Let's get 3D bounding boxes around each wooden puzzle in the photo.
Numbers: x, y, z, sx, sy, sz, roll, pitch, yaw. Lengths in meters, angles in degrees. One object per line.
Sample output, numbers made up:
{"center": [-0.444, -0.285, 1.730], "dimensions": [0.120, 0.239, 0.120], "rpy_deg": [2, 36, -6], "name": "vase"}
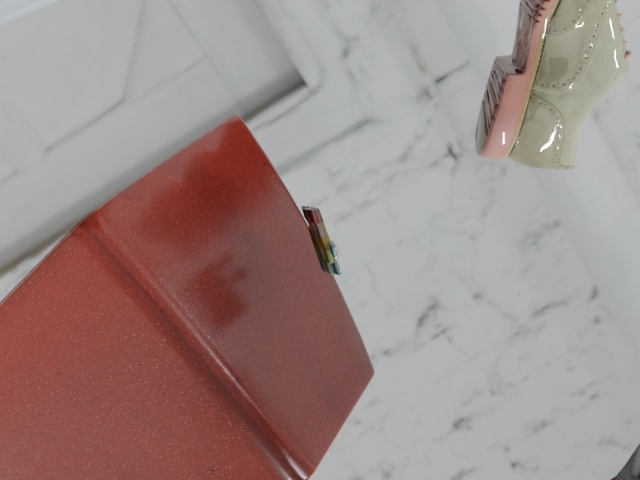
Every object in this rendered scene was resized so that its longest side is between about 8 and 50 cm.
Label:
{"center": [0.000, 0.000, 0.865], "dimensions": [0.006, 0.049, 0.083], "rpy_deg": [-20, -174, -8], "name": "wooden puzzle"}

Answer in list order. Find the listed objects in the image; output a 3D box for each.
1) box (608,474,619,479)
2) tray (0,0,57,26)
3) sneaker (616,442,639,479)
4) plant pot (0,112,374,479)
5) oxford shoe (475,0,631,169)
{"center": [0.259, 0.240, 0.983], "dimensions": [0.164, 0.201, 0.021], "rpy_deg": [-27, -133, -18], "name": "box"}
{"center": [-0.127, -0.125, 0.480], "dimensions": [0.270, 0.030, 0.145], "rpy_deg": [-23, -134, 6], "name": "tray"}
{"center": [0.206, 0.159, 0.718], "dimensions": [0.234, 0.106, 0.078], "rpy_deg": [-28, -167, -20], "name": "sneaker"}
{"center": [-0.115, 0.100, 0.940], "dimensions": [0.267, 0.236, 0.267], "rpy_deg": [-42, -177, 28], "name": "plant pot"}
{"center": [0.316, -0.270, 1.482], "dimensions": [0.140, 0.146, 0.397], "rpy_deg": [-86, -167, -60], "name": "oxford shoe"}
